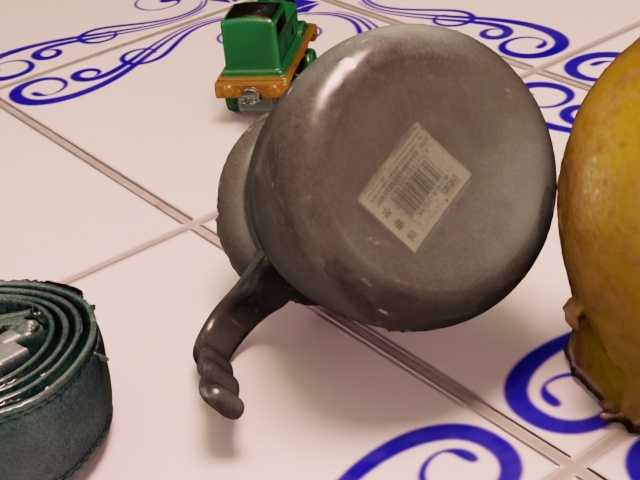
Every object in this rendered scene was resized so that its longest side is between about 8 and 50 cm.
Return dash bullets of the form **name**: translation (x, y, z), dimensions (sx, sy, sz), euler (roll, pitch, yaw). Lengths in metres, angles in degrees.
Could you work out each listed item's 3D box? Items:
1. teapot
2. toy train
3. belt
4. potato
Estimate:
- **teapot**: translation (0.022, 0.000, 0.947), dimensions (0.223, 0.305, 0.285), euler (12, -8, -21)
- **toy train**: translation (-0.063, -0.232, 1.401), dimensions (0.091, 0.136, 0.227), euler (2, 34, 12)
- **belt**: translation (-0.289, 0.120, 0.878), dimensions (0.268, 0.116, 0.206), euler (-8, 28, -8)
- **potato**: translation (0.350, -0.041, 0.865), dimensions (0.397, 0.296, 0.290), euler (-20, 35, -19)
